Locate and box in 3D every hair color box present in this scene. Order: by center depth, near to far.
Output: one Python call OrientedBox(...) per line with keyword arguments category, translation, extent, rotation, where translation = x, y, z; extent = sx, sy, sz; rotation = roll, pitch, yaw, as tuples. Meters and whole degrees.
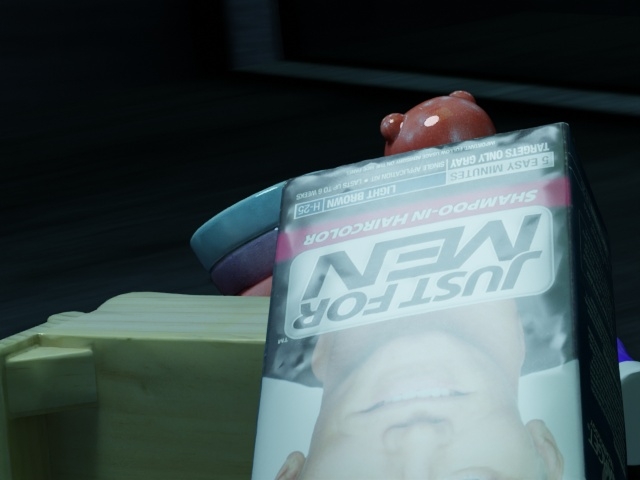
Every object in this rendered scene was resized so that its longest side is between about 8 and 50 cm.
OrientedBox(category="hair color box", translation=(0.063, 0.105, 0.949), extent=(0.173, 0.105, 0.347), rotation=(-12, 45, 16))

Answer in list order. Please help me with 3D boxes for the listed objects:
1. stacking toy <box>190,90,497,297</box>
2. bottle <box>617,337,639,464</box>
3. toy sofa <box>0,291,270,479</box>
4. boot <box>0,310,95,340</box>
OrientedBox(category="stacking toy", translation=(0.000, 0.000, 1.508), extent=(0.309, 0.130, 0.279), rotation=(-18, -12, -37))
OrientedBox(category="bottle", translation=(0.146, 0.093, 1.330), extent=(0.092, 0.118, 0.283), rotation=(-12, 14, -25))
OrientedBox(category="toy sofa", translation=(-0.026, 0.125, 1.212), extent=(0.362, 0.150, 0.177), rotation=(0, 10, 24))
OrientedBox(category="boot", translation=(-0.220, 0.108, 1.505), extent=(0.269, 0.089, 0.236), rotation=(-13, 15, -30))
